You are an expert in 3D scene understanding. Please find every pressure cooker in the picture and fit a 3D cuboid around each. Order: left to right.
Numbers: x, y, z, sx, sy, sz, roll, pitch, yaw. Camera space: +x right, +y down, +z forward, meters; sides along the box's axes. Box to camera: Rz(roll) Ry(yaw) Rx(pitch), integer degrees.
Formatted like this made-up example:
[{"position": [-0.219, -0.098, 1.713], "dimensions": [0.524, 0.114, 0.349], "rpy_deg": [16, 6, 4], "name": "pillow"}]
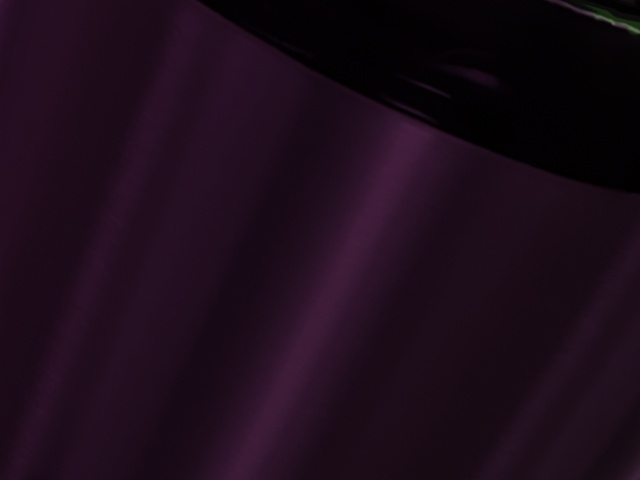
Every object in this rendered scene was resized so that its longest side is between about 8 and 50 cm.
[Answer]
[{"position": [-0.005, -0.004, 0.577], "dimensions": [0.370, 0.420, 0.375], "rpy_deg": [2, 40, -32], "name": "pressure cooker"}]
